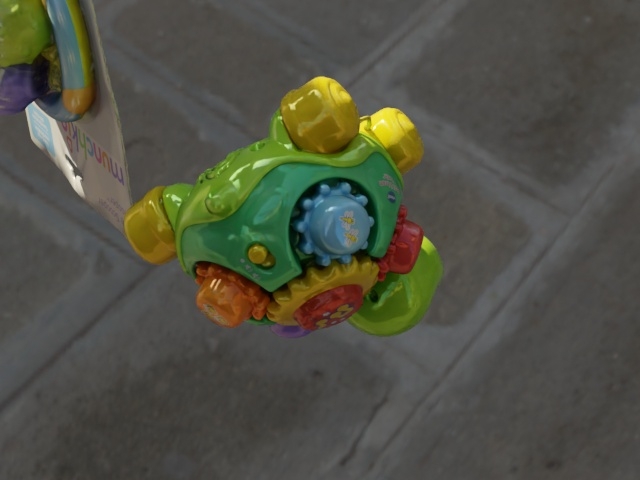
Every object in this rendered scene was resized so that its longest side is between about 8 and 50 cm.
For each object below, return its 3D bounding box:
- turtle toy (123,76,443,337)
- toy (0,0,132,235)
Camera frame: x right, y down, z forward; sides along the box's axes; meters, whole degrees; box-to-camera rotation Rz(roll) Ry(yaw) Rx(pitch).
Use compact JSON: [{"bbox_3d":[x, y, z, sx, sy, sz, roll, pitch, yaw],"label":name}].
[{"bbox_3d":[0.000,0.000,0.486,0.130,0.095,0.066,15,47,-58],"label":"turtle toy"},{"bbox_3d":[-0.147,-0.120,0.606,0.056,0.237,0.137,-18,34,-24],"label":"toy"}]
